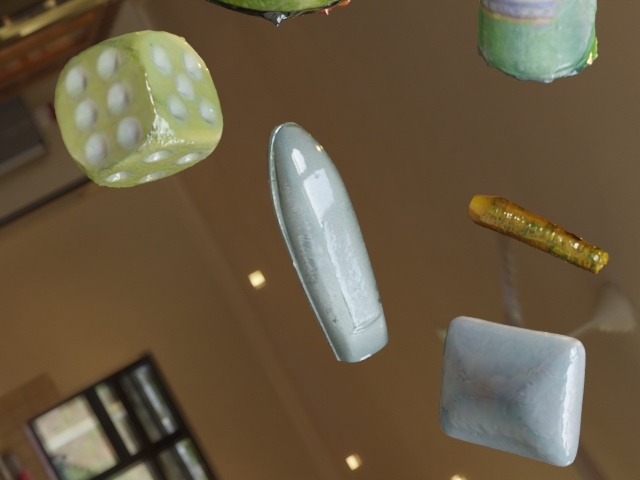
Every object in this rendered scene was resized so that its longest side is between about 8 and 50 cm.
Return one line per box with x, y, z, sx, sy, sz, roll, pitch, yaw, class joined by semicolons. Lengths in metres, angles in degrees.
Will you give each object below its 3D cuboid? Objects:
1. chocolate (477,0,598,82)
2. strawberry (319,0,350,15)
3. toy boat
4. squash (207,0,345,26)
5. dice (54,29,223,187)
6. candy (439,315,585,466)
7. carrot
0.176;-0.270;1.226;0.110;0.110;0.291;49;-25;42;chocolate
0.014;-0.333;1.887;0.048;0.152;0.104;57;-20;28;strawberry
0.000;0.000;1.514;0.085;0.078;0.260;24;-41;56;toy boat
-0.054;-0.378;1.193;0.263;0.263;0.384;56;-9;22;squash
-0.247;-0.178;2.068;0.169;0.166;0.169;-1;69;-60;dice
0.203;0.160;1.635;0.174;0.071;0.138;10;-81;42;candy
0.251;-0.008;1.756;0.170;0.042;0.042;26;-25;14;carrot
